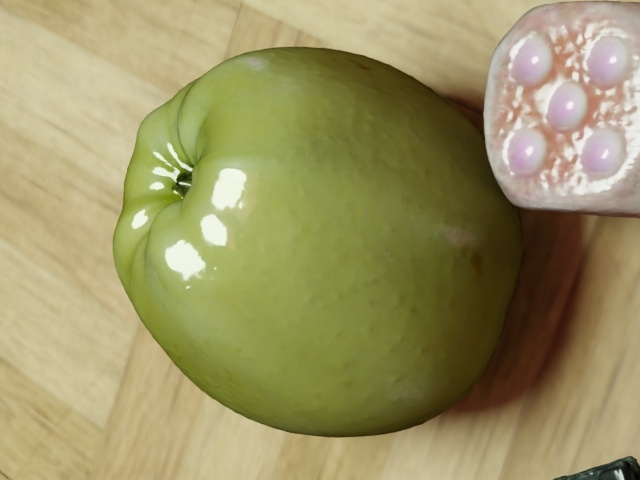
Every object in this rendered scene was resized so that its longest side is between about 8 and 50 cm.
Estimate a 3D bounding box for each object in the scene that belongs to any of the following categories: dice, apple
[{"bbox_3d":[0.133,-0.056,0.832,0.094,0.093,0.091,5,91,41],"label":"dice"},{"bbox_3d":[0.000,0.000,0.893,0.200,0.200,0.200,-3,86,41],"label":"apple"}]

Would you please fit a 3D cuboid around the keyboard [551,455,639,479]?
[{"bbox_3d":[0.147,0.216,0.853,0.072,0.023,0.231,-28,69,44],"label":"keyboard"}]
